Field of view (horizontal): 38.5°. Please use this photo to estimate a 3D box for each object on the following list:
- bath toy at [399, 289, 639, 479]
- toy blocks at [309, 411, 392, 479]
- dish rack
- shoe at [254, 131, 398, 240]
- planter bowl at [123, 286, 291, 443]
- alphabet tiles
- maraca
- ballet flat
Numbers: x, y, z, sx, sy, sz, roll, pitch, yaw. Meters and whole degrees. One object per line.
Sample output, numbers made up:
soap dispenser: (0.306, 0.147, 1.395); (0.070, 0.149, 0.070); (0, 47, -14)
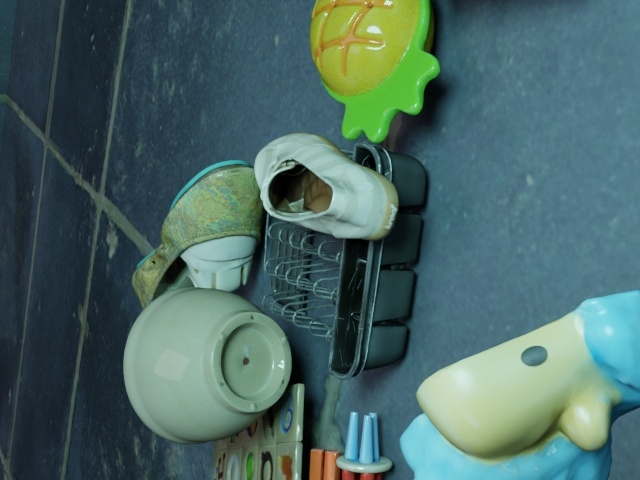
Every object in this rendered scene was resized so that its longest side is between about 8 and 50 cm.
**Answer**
bath toy: (0.132, 0.183, 0.250); (0.129, 0.151, 0.348); (-34, 51, 15)
toy blocks: (0.021, 0.232, 0.872); (0.123, 0.054, 0.148); (2, 88, 60)
dish rack: (0.000, 0.000, 0.899); (0.271, 0.074, 0.208); (20, 105, 57)
shoe: (-0.013, -0.052, 0.795); (0.219, 0.058, 0.076); (26, 111, 58)
planter bowl: (-0.098, 0.122, 0.911); (0.109, 0.162, 0.162); (-11, 79, 49)
alphabet tiles: (-0.076, 0.284, 1.002); (0.285, 0.011, 0.342); (148, 127, -63)
maraca: (0.047, -0.167, 0.794); (0.127, 0.099, 0.185); (-38, 48, 34)
ballet flat: (-0.139, 0.026, 1.092); (0.348, 0.123, 0.123); (-42, 54, 56)
